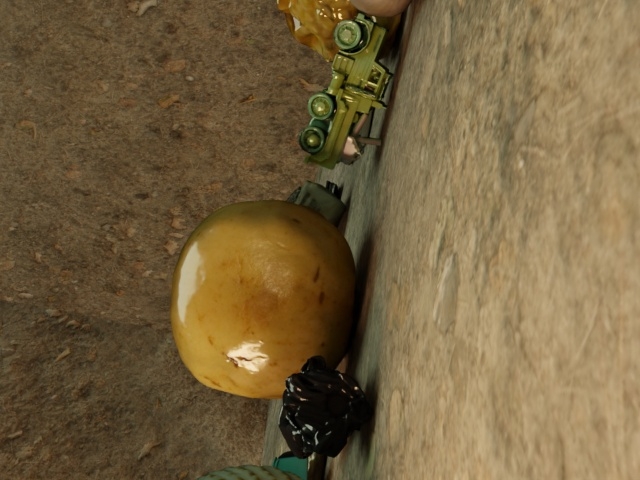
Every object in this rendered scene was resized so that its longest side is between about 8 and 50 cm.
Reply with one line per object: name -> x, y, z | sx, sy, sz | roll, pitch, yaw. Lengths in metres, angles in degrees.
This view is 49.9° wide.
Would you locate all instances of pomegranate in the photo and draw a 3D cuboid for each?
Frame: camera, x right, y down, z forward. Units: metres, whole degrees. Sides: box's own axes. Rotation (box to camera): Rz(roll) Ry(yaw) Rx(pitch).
pomegranate -> -0.093, 0.093, 1.101 | 0.332, 0.332, 0.333 | -169, 90, -86

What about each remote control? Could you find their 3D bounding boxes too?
remote control -> 0.070, -0.248, 1.545 | 0.277, 0.055, 0.103 | 136, 144, -84

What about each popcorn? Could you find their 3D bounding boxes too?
popcorn -> 0.045, -0.466, 1.322 | 0.265, 0.225, 0.332 | 50, -178, -43

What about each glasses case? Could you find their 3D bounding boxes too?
glasses case -> -0.071, 0.442, 1.103 | 0.301, 0.070, 0.117 | 101, 173, -52

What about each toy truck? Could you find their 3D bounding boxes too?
toy truck -> 0.060, -0.251, 1.185 | 0.128, 0.135, 0.260 | -55, -18, -72

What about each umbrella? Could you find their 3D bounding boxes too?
umbrella -> 0.001, 0.222, 0.899 | 0.272, 0.110, 0.122 | 99, 180, -70

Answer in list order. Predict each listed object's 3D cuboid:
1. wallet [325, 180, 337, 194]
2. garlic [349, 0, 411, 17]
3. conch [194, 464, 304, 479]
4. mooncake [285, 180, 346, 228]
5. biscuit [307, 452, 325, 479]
wallet -> 0.001, 0.000, 1.867 | 0.169, 0.044, 0.317 | 17, -94, -86
garlic -> 0.108, -0.454, 1.048 | 0.246, 0.231, 0.340 | -35, 32, 6
conch -> -0.096, 0.383, 0.659 | 0.303, 0.319, 0.215 | 33, 147, 57
mooncake -> -0.061, -0.010, 1.623 | 0.254, 0.136, 0.250 | -52, -8, -14
biscuit -> -0.013, 0.371, 1.134 | 0.229, 0.031, 0.176 | -83, 5, -53
